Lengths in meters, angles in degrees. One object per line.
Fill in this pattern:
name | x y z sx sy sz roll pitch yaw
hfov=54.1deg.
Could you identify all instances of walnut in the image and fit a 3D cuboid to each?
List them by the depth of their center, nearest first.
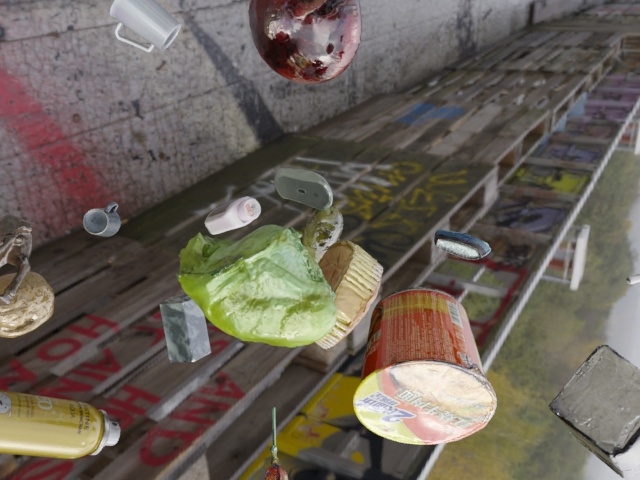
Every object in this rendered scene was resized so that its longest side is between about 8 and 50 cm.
walnut | -0.679 0.140 1.397 0.166 0.149 0.166 -31 163 -10

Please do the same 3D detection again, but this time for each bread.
bread | 0.040 0.131 1.505 0.133 0.179 0.250 34 81 -23

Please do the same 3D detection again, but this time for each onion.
onion | -0.045 -0.460 1.293 0.195 0.272 0.272 -36 131 -59

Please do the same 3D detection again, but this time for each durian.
durian | -0.123 0.100 1.302 0.340 0.255 0.204 52 27 -8

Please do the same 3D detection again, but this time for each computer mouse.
computer mouse | -0.043 -0.135 1.572 0.056 0.181 0.089 -46 144 -49

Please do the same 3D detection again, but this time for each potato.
potato | 0.000 0.000 1.645 0.117 0.090 0.225 -26 149 -36

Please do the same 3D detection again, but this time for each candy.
candy | -0.110 0.504 1.514 0.060 0.060 0.201 43 37 -57

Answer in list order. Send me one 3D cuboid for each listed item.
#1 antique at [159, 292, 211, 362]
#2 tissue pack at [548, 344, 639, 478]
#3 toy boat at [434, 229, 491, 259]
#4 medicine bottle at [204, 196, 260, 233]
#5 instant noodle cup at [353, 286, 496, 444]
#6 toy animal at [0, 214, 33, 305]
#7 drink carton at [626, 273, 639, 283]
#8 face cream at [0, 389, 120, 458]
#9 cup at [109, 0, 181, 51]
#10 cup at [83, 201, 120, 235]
antique | -0.378 0.239 1.751 0.088 0.086 0.183 -17 99 -64
tissue pack | 0.713 0.423 1.499 0.210 0.198 0.370 -51 140 -4
toy boat | 0.341 0.008 1.512 0.061 0.137 0.060 -54 156 -53
medicine bottle | -0.257 -0.079 1.891 0.115 0.219 0.078 -39 104 -32
instant noodle cup | 0.159 0.188 0.984 0.174 0.213 0.213 -83 163 -49
toy animal | -0.452 0.038 0.792 0.214 0.186 0.094 -33 133 1
drink carton | 0.544 0.034 0.929 0.084 0.200 0.075 -143 -121 -73
face cream | -0.517 0.324 1.106 0.348 0.105 0.105 25 78 -42
cup | -0.329 -0.399 1.155 0.104 0.116 0.074 -46 -168 26
cup | -0.571 -0.059 1.651 0.100 0.078 0.077 -58 179 0
